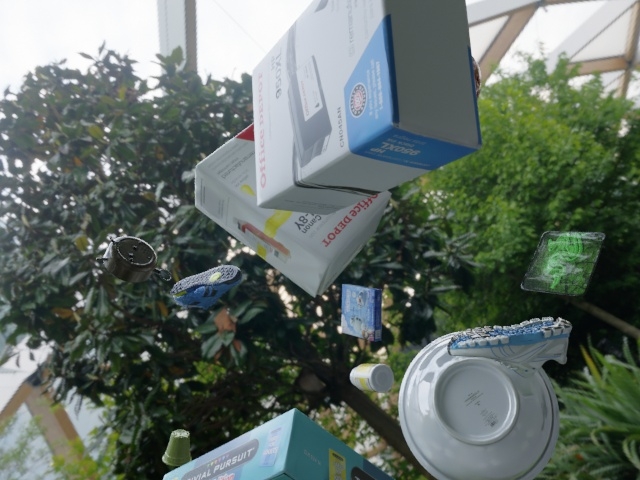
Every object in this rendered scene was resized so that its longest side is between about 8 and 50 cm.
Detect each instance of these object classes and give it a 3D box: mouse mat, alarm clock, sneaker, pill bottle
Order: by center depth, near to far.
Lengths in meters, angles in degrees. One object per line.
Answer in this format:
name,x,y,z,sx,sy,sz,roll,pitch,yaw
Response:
sneaker,0.292,0.173,0.771,0.071,0.190,0.083,-79,-17,-82
pill bottle,0.117,0.324,1.188,0.065,0.065,0.116,-40,7,-27
mouse mat,0.583,0.051,1.207,0.007,0.152,0.190,50,-119,-31
sneaker,-0.271,0.123,1.251,0.082,0.209,0.069,59,-154,-28
alarm clock,-0.480,0.055,1.327,0.192,0.129,0.064,31,-63,-21

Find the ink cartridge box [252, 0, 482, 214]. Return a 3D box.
ink cartridge box,0.043,-0.226,0.814,0.166,0.395,0.286,4,-104,-31

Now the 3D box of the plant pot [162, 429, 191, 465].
plant pot,-0.413,0.601,1.467,0.083,0.083,0.079,6,-86,-58

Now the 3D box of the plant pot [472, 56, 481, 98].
plant pot,0.255,-0.320,1.117,0.174,0.191,0.191,-65,-16,-47

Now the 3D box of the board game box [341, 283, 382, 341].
board game box,0.072,0.127,0.899,0.020,0.090,0.090,-1,-88,-36

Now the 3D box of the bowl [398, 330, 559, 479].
bowl,0.278,0.296,0.905,0.298,0.297,0.134,-52,-29,-9

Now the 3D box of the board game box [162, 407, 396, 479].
board game box,-0.006,0.370,0.637,0.253,0.336,0.079,-35,24,28

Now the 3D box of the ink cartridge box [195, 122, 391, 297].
ink cartridge box,-0.066,-0.096,1.210,0.279,0.384,0.160,-47,-13,-34
